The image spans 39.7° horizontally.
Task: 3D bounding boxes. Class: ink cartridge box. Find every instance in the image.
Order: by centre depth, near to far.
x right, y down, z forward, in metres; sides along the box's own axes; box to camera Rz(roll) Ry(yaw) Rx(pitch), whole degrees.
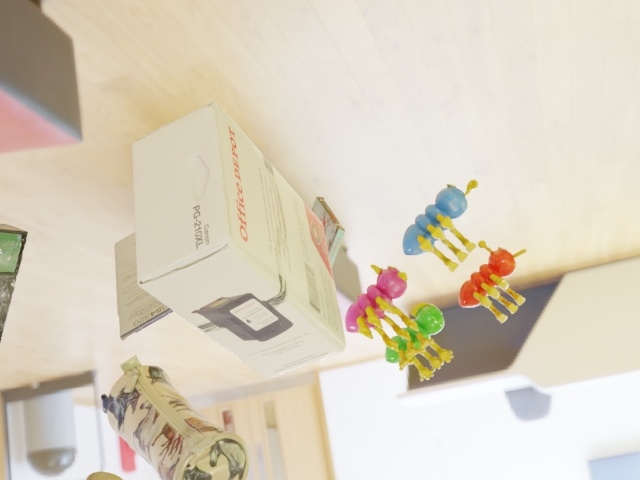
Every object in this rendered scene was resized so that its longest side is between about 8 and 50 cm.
[{"bbox_3d":[-0.077,0.007,0.871,0.100,0.171,0.237,-22,143,16],"label":"ink cartridge box"},{"bbox_3d":[-0.194,0.022,1.504,0.324,0.330,0.071,-29,122,2],"label":"ink cartridge box"}]

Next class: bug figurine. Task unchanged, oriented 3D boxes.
[{"bbox_3d":[0.131,0.050,1.015,0.216,0.072,0.279,-46,145,3],"label":"bug figurine"}]

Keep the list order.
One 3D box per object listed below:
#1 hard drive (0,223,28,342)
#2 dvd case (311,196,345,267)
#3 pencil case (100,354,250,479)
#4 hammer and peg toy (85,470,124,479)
[{"bbox_3d":[-0.620,0.131,1.455,0.064,0.338,0.237,17,-175,23],"label":"hard drive"},{"bbox_3d":[0.000,0.000,1.214,0.013,0.087,0.119,12,-159,-22],"label":"dvd case"},{"bbox_3d":[-0.289,0.378,1.736,0.160,0.183,0.410,-37,-150,-20],"label":"pencil case"},{"bbox_3d":[-0.342,0.489,1.280,0.266,0.127,0.361,37,128,-17],"label":"hammer and peg toy"}]
